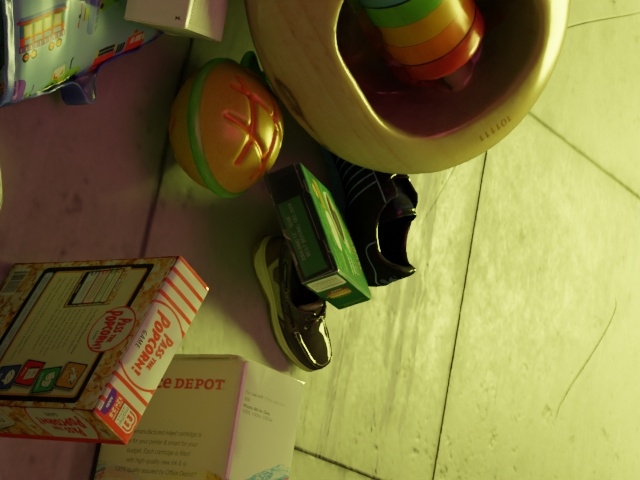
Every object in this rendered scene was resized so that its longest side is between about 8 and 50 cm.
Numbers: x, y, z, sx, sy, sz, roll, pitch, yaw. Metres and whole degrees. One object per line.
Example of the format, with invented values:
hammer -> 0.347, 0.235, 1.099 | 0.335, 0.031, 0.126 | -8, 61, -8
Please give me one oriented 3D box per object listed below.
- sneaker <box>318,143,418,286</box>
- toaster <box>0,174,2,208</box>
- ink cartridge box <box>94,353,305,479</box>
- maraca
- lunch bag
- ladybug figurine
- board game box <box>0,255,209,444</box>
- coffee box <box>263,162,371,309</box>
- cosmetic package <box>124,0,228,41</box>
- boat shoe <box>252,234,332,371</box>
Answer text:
sneaker -> 0.055, -0.069, 1.625 | 0.081, 0.090, 0.232 | -7, 94, -51
toaster -> -0.322, -0.077, 1.134 | 0.146, 0.129, 0.227 | -14, 97, -54
ink cartridge box -> -0.112, 0.209, 1.351 | 0.093, 0.154, 0.212 | 24, 69, -48
maraca -> -0.079, -0.109, 1.461 | 0.185, 0.099, 0.127 | -45, 130, -63
lunch bag -> -0.215, -0.251, 1.288 | 0.221, 0.138, 0.293 | -37, 125, -50
ladybug figurine -> 0.068, -0.243, 1.461 | 0.305, 0.162, 0.449 | -34, 142, -2
board game box -> -0.197, 0.083, 1.223 | 0.045, 0.193, 0.147 | 52, 51, -35
coffee box -> 0.000, 0.000, 1.506 | 0.184, 0.040, 0.113 | 37, 33, -76
cosmetic package -> -0.103, -0.292, 1.317 | 0.099, 0.060, 0.239 | -1, 102, -77
boat shoe -> -0.020, 0.064, 1.556 | 0.056, 0.049, 0.152 | -46, 121, -40
